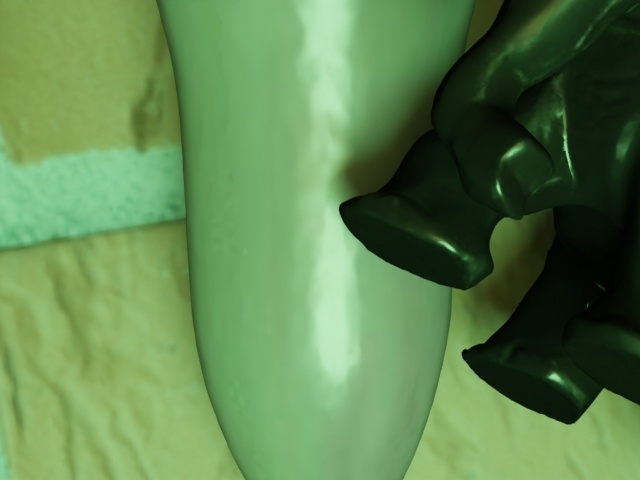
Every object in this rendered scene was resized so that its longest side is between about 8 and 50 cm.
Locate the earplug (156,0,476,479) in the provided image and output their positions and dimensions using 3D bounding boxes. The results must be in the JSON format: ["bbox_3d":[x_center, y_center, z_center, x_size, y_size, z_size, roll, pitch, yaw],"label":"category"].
[{"bbox_3d":[0.000,0.000,0.743,0.172,0.172,0.301,-1,94,-5],"label":"earplug"}]

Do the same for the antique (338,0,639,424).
[{"bbox_3d":[0.167,-0.044,0.689,0.255,0.185,0.322,-59,138,-12],"label":"antique"}]
